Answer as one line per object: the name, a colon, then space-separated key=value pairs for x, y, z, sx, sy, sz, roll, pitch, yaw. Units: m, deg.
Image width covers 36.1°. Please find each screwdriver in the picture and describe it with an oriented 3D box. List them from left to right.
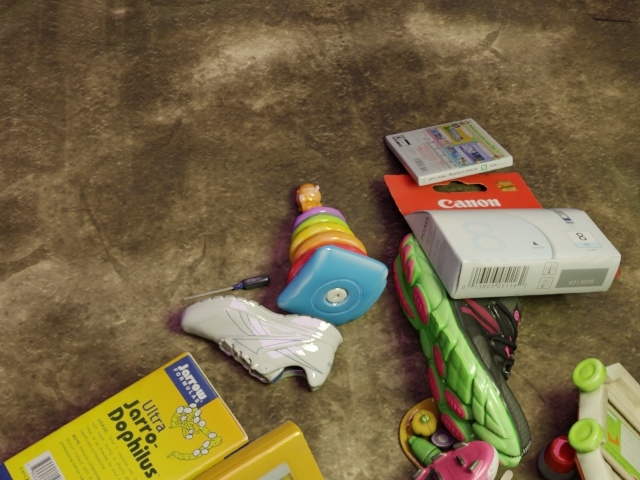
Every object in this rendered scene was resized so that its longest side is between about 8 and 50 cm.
screwdriver: x=-0.177 y=0.095 z=1.855 sx=0.170 sy=0.024 sz=0.025 roll=-18 pitch=92 yaw=-5

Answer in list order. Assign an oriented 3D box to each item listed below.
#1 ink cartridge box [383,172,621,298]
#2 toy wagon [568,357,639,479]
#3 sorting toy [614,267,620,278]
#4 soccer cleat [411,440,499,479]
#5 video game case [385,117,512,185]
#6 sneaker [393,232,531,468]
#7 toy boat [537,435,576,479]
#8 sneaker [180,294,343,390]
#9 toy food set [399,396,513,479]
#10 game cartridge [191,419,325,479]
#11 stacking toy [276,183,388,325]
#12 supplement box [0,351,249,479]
ink cartridge box: x=0.321 y=-0.048 z=1.808 sx=0.308 sy=0.091 sz=0.385 roll=-2 pitch=38 yaw=-18
toy wagon: x=0.492 y=0.367 z=1.597 sx=0.267 sy=0.068 sz=0.344 roll=43 pitch=43 yaw=-26
sorting toy: x=0.527 y=0.053 z=1.899 sx=0.102 sy=0.042 sz=0.061 roll=35 pitch=49 yaw=29
soccer cleat: x=0.177 y=0.466 z=1.572 sx=0.331 sy=0.116 sz=0.143 roll=-44 pitch=111 yaw=-2
video game case: x=0.253 y=-0.180 z=1.963 sx=0.193 sy=0.023 sz=0.212 roll=-13 pitch=30 yaw=-9
sneaker: x=0.277 y=0.163 z=1.716 sx=0.202 sy=0.185 sz=0.483 roll=-6 pitch=51 yaw=-13
toy boat: x=0.368 y=0.478 z=1.606 sx=0.267 sy=0.148 sz=0.318 roll=15 pitch=69 yaw=11
sneaker: x=-0.113 y=0.182 z=1.760 sx=0.297 sy=0.111 sz=0.129 roll=12 pitch=67 yaw=6
toy food set: x=0.234 y=0.360 z=1.691 sx=0.128 sy=0.071 sz=0.218 roll=-38 pitch=69 yaw=-21
game cartridge: x=-0.121 y=0.478 z=1.518 sx=0.323 sy=0.285 sz=0.052 roll=-31 pitch=23 yaw=-19
stacking toy: x=0.000 y=0.000 z=1.855 sx=0.165 sy=0.175 sz=0.302 roll=20 pitch=35 yaw=-30
supplement box: x=-0.304 y=0.379 z=1.577 sx=0.356 sy=0.194 sz=0.195 roll=-31 pitch=60 yaw=-17
